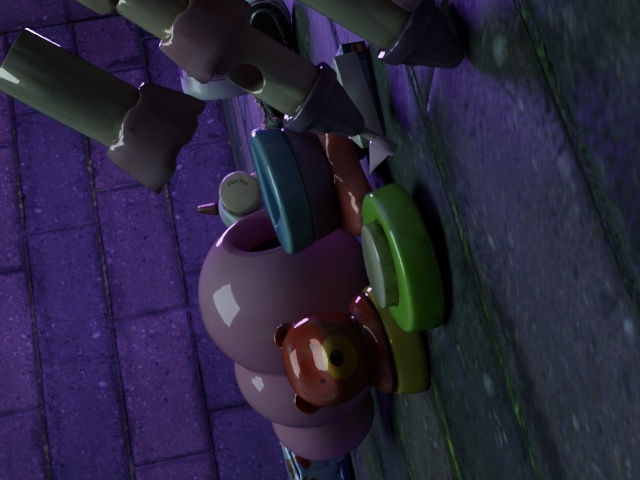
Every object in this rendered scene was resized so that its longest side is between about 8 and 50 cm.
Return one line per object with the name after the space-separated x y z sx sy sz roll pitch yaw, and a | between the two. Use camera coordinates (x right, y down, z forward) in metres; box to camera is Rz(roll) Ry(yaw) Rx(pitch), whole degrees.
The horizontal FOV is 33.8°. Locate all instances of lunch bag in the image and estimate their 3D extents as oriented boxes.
-0.023 0.354 1.920 0.243 0.115 0.303 88 169 -62 | lunch bag

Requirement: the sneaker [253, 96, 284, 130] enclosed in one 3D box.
-0.085 -0.242 1.856 0.057 0.047 0.119 123 136 -56 | sneaker

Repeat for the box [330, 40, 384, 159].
0.033 -0.138 1.077 0.137 0.027 0.094 136 124 -81 | box

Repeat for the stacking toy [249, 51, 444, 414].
0.000 0.000 0.989 0.279 0.130 0.309 99 153 -71 | stacking toy

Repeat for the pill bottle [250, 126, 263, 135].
-0.114 -0.185 2.133 0.043 0.043 0.083 94 164 -63 | pill bottle

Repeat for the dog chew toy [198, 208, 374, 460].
-0.020 0.128 1.264 0.206 0.207 0.331 -113 6 -61 | dog chew toy

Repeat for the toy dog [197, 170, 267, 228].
-0.148 0.014 2.107 0.220 0.161 0.333 43 -147 -58 | toy dog

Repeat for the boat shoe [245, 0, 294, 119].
-0.068 -0.269 1.543 0.219 0.078 0.070 76 180 -53 | boat shoe

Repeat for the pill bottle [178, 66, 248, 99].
-0.195 -0.423 1.932 0.169 0.169 0.301 -117 18 -67 | pill bottle

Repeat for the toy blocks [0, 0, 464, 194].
-0.001 -0.199 0.671 0.288 0.260 0.309 -49 19 44 | toy blocks
